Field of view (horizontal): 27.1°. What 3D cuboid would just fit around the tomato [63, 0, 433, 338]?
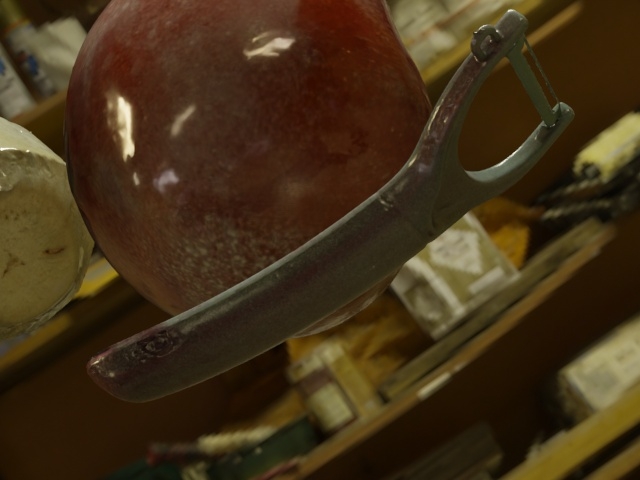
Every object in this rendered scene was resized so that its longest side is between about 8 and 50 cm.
[{"bbox_3d":[-0.053,-0.063,0.873,0.227,0.270,0.270,-12,-12,-17],"label":"tomato"}]

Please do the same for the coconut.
[{"bbox_3d":[-0.329,-0.017,1.263,0.202,0.202,0.222,-33,36,-21],"label":"coconut"}]

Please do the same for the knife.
[{"bbox_3d":[0.001,0.002,0.646,0.278,0.053,0.123,-36,-33,8],"label":"knife"}]
